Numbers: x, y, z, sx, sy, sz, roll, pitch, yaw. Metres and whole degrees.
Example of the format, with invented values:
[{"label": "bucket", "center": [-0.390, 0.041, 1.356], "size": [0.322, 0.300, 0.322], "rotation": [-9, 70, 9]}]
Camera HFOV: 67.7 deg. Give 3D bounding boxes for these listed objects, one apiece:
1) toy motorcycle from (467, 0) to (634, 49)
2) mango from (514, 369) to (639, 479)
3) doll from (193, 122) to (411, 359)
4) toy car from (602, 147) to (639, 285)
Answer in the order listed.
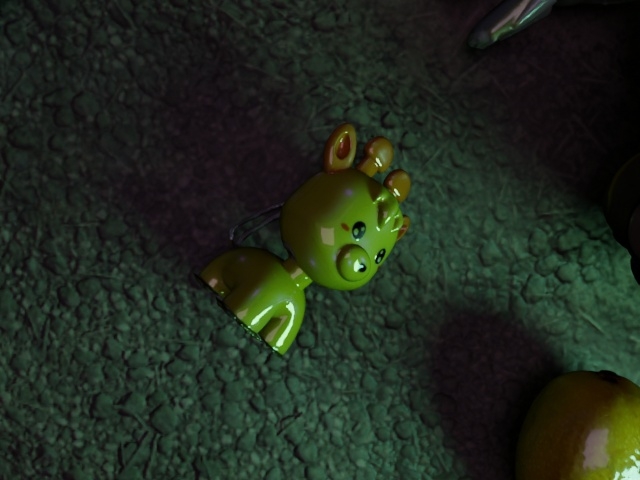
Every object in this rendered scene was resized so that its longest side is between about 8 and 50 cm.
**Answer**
[{"label": "toy motorcycle", "center": [0.273, -0.310, 0.442], "size": [0.340, 0.108, 0.223], "rotation": [-31, 105, 6]}, {"label": "mango", "center": [0.270, 0.253, 0.467], "size": [0.157, 0.109, 0.263], "rotation": [-6, 97, -12]}, {"label": "doll", "center": [0.000, 0.000, 0.447], "size": [0.221, 0.135, 0.143], "rotation": [-47, 125, -5]}, {"label": "toy car", "center": [0.380, -0.099, 0.397], "size": [0.270, 0.241, 0.341], "rotation": [4, 129, -9]}]
